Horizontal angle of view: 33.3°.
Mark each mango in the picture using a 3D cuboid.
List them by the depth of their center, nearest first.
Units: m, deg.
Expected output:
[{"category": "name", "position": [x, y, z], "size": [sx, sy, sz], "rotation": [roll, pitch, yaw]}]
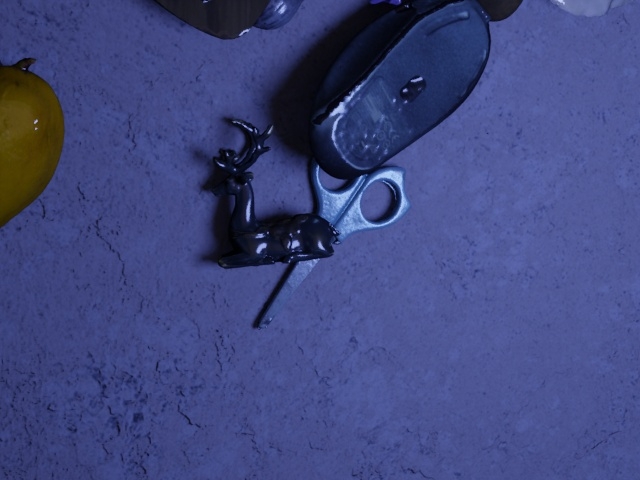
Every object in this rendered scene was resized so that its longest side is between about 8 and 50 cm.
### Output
[{"category": "mango", "position": [-0.477, -0.121, 1.555], "size": [0.176, 0.119, 0.317], "rotation": [27, 102, -24]}]

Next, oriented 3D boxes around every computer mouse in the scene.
[{"category": "computer mouse", "position": [0.116, -0.251, 1.703], "size": [0.374, 0.114, 0.203], "rotation": [-40, 121, -16]}]

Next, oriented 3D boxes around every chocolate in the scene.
[{"category": "chocolate", "position": [-0.048, -0.391, 1.648], "size": [0.167, 0.072, 0.072], "rotation": [-48, 111, -5]}]

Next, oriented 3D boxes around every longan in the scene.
[{"category": "longan", "position": [0.276, -0.406, 1.739], "size": [0.119, 0.106, 0.106], "rotation": [-18, 113, 28]}]

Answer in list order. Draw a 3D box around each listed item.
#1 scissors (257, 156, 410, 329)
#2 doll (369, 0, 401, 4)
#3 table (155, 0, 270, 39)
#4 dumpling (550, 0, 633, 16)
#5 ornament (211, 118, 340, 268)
[{"category": "scissors", "position": [0.000, 0.000, 1.777], "size": [0.191, 0.029, 0.360], "rotation": [34, 93, -17]}, {"category": "doll", "position": [0.072, -0.410, 1.650], "size": [0.067, 0.110, 0.206], "rotation": [-46, 151, 22]}, {"category": "table", "position": [-0.167, -0.472, 1.466], "size": [0.317, 0.249, 0.317], "rotation": [0, 89, -11]}, {"category": "dumpling", "position": [0.503, -0.523, 1.743], "size": [0.260, 0.181, 0.341], "rotation": [23, 72, -30]}, {"category": "ornament", "position": [-0.075, -0.079, 1.694], "size": [0.202, 0.080, 0.236], "rotation": [-7, 100, -6]}]
